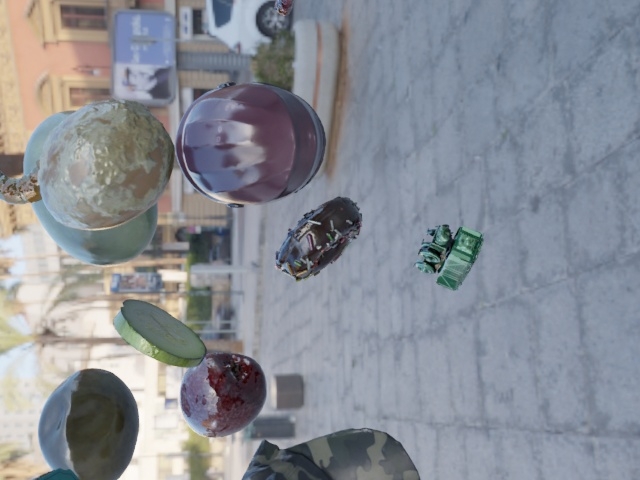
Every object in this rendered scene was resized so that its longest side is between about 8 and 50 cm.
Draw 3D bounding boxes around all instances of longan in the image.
[{"bbox_3d":[-0.650,0.531,2.100,0.288,0.289,0.350,100,165,-51],"label":"longan"}]

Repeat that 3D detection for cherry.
[{"bbox_3d":[-0.267,0.420,2.006,0.203,0.230,0.300,57,129,34],"label":"cherry"}]

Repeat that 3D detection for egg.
[{"bbox_3d":[-0.354,-0.121,1.230,0.203,0.245,0.203,46,-172,-9],"label":"egg"},{"bbox_3d":[-0.497,-0.111,1.616,0.352,0.259,0.258,62,179,-14],"label":"egg"}]

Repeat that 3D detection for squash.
[{"bbox_3d":[-0.351,0.210,1.630,0.041,0.219,0.219,-56,15,9],"label":"squash"}]

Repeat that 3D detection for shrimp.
[{"bbox_3d":[-0.582,-0.148,1.454,0.161,0.166,0.049,-59,-15,-14],"label":"shrimp"}]

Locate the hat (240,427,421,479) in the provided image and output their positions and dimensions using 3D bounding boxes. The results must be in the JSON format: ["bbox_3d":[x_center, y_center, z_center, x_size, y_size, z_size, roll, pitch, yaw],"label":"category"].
[{"bbox_3d":[0.023,0.592,1.592,0.366,0.382,0.257,66,-157,-15],"label":"hat"}]

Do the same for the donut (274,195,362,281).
[{"bbox_3d":[0.000,0.000,1.899,0.103,0.270,0.269,47,157,15],"label":"donut"}]

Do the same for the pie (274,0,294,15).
[{"bbox_3d":[-0.053,-0.490,1.370,0.154,0.036,0.154,-166,90,-79],"label":"pie"}]

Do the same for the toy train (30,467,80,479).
[{"bbox_3d":[-0.592,0.591,1.624,0.107,0.154,0.198,-48,-14,16],"label":"toy train"}]

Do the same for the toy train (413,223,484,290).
[{"bbox_3d":[0.349,0.046,2.071,0.269,0.155,0.115,97,-161,-66],"label":"toy train"}]

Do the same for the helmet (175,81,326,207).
[{"bbox_3d":[-0.162,-0.198,1.543,0.197,0.339,0.270,-58,-31,-81],"label":"helmet"}]
